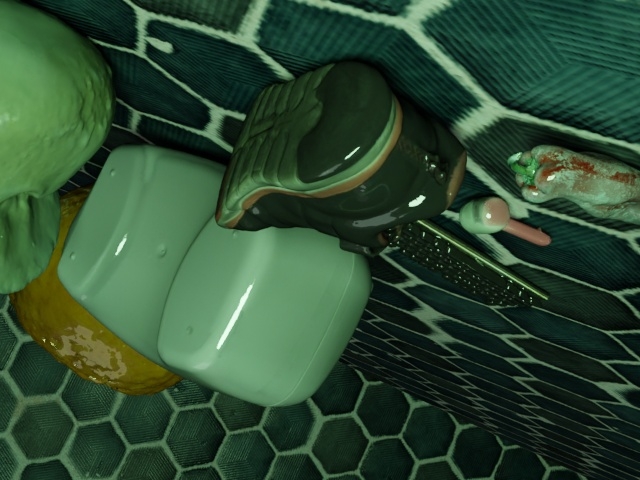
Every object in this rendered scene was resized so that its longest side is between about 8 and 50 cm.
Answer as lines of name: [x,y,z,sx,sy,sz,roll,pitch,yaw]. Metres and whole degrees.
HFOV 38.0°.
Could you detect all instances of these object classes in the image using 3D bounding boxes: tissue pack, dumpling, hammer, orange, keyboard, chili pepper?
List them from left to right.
dumpling: [-0.290,-0.120,0.836,0.320,0.212,0.270,17,-143,-56]
orange: [-0.290,0.059,1.405,0.340,0.293,0.340,37,-179,-1]
tissue pack: [-0.108,0.039,1.036,0.333,0.229,0.236,25,178,42]
keyboard: [0.096,-0.003,0.970,0.317,0.027,0.106,29,168,-24]
hammer: [0.161,-0.012,0.790,0.083,0.031,0.052,21,174,-17]
chili pepper: [0.182,-0.035,0.606,0.153,0.041,0.050,12,-166,-21]

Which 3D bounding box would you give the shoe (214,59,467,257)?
shoe: [0.011,-0.054,0.722,0.137,0.114,0.291,23,167,-23]
